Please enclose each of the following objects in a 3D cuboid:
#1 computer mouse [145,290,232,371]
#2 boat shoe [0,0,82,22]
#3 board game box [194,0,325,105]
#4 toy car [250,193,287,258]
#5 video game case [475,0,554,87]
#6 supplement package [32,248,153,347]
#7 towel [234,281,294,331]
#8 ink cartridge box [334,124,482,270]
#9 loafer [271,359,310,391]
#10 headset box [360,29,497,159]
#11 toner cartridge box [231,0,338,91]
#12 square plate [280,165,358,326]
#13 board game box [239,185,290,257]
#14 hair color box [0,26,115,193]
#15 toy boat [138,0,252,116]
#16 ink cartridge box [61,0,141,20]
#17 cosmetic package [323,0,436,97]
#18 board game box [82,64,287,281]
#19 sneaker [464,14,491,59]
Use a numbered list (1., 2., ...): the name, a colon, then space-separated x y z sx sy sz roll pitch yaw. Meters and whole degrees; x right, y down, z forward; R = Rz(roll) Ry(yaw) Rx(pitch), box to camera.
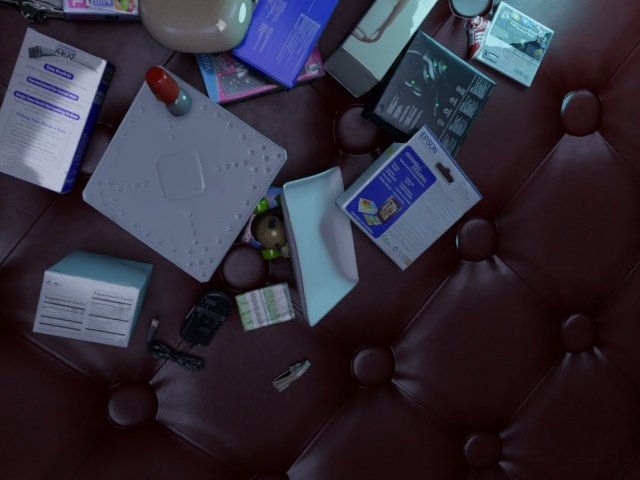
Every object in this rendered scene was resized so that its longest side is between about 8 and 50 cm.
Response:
1. computer mouse: -0.364 0.226 1.412 0.184 0.060 0.262 22 106 -18
2. boat shoe: -0.676 -0.553 1.210 0.219 0.078 0.070 0 98 -13
3. board game box: -0.166 -0.485 1.314 0.303 0.097 0.224 -18 101 -7
4. toy car: -0.102 -0.026 1.289 0.149 0.188 0.155 -16 103 -4
5. video game case: 0.558 -0.562 1.483 0.190 0.022 0.173 22 95 -13
6. supplement package: -0.537 0.131 1.254 0.204 0.262 0.145 13 97 -13
7. towel: -0.157 0.187 1.467 0.152 0.023 0.113 -14 99 -7
8. ink cartridge box: 0.245 -0.113 1.415 0.307 0.072 0.303 -45 120 4
9. loafer: -0.087 0.388 1.501 0.125 0.045 0.039 -42 98 1
10. headset box: 0.282 -0.386 1.400 0.283 0.131 0.246 28 93 -14
11. toner cartridge box: -0.062 -0.555 1.237 0.165 0.075 0.348 28 92 -16
12. square plate: 0.000 0.000 1.338 0.049 0.344 0.347 -5 102 26
13. board game box: -0.143 -0.075 1.403 0.194 0.060 0.194 20 97 -11
14. hair color box: -0.649 -0.305 1.242 0.185 0.110 0.339 21 96 -13
15. toy boat: -0.302 -0.446 1.164 0.267 0.148 0.318 16 80 11
16. ink cartridge box: -0.454 -0.623 1.224 0.311 0.065 0.186 -8 99 -24
17. cosmetic package: 0.153 -0.533 1.312 0.129 0.153 0.296 37 77 -15
18. board game box: -0.337 -0.159 1.276 0.390 0.050 0.390 35 101 3
19. sneaker: 0.428 -0.573 1.444 0.067 0.042 0.118 23 87 -18
